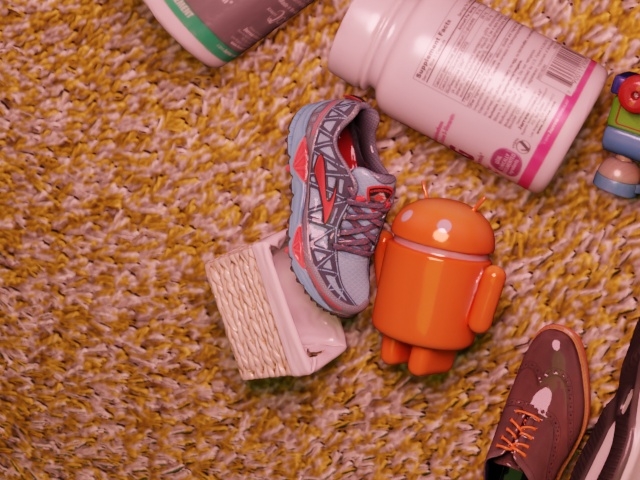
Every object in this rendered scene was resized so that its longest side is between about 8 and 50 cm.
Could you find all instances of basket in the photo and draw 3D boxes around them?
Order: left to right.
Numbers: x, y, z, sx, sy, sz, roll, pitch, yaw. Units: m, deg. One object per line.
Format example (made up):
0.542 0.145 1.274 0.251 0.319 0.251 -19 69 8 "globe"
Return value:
-0.055 0.078 1.401 0.103 0.113 0.167 -16 95 29 "basket"

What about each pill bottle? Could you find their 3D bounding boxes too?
-0.035 -0.375 1.309 0.361 0.204 0.204 -34 89 13 "pill bottle"
0.162 -0.185 1.311 0.283 0.160 0.160 29 101 8 "pill bottle"

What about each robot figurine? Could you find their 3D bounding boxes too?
0.130 0.045 1.362 0.128 0.158 0.220 10 99 -11 "robot figurine"

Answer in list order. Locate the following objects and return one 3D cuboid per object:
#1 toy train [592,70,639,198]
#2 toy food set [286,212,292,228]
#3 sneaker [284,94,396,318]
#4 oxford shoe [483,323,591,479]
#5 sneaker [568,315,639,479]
0.429 -0.089 1.282 0.248 0.105 0.143 23 112 23 "toy train"
0.000 0.000 1.437 0.082 0.020 0.083 -2 95 12 "toy food set"
0.029 -0.042 1.345 0.125 0.104 0.262 -13 82 45 "sneaker"
0.247 0.230 1.357 0.096 0.098 0.272 11 89 30 "oxford shoe"
0.479 0.183 1.314 0.257 0.169 0.448 22 102 -5 "sneaker"
